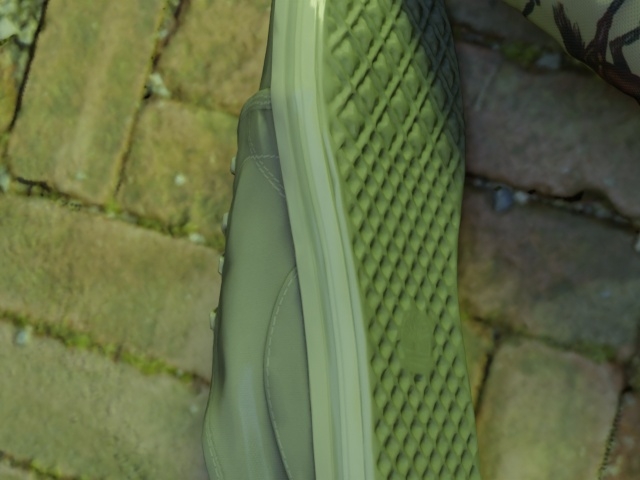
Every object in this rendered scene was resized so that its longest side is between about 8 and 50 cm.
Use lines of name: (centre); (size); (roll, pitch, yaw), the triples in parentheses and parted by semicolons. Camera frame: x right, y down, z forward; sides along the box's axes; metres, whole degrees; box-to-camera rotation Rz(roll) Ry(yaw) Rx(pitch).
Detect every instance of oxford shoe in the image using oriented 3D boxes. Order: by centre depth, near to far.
oxford shoe: (0.000, 0.000, 0.873); (0.130, 0.169, 0.449); (-9, 77, 35)

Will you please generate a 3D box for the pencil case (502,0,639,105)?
pencil case: (0.218, -0.120, 0.826); (0.410, 0.183, 0.160); (44, 111, 18)
